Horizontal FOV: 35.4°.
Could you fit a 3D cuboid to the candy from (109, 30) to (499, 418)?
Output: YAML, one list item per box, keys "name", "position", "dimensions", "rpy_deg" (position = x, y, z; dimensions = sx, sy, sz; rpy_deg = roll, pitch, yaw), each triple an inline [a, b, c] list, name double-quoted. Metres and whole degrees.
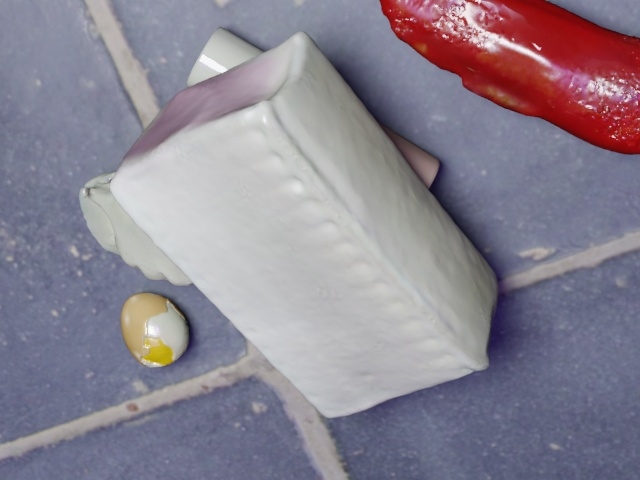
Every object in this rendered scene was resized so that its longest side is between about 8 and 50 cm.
- name: "candy"
  position: [-0.001, 0.000, 0.946]
  dimensions: [0.208, 0.145, 0.359]
  rpy_deg: [-23, 120, 37]

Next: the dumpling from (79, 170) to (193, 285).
- name: "dumpling"
  position: [-0.160, -0.003, 1.044]
  dimensions: [0.155, 0.111, 0.181]
  rpy_deg: [-23, 102, 47]

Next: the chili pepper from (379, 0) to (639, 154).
- name: "chili pepper"
  position: [0.218, -0.164, 0.930]
  dimensions: [0.387, 0.110, 0.110]
  rpy_deg: [24, 112, 1]

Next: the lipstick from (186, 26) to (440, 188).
- name: "lipstick"
  position: [-0.007, -0.116, 0.993]
  dimensions: [0.254, 0.070, 0.070]
  rpy_deg: [31, 111, -6]

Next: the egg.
- name: "egg"
  position: [-0.183, 0.095, 1.096]
  dimensions: [0.071, 0.071, 0.083]
  rpy_deg: [-26, 105, 15]
